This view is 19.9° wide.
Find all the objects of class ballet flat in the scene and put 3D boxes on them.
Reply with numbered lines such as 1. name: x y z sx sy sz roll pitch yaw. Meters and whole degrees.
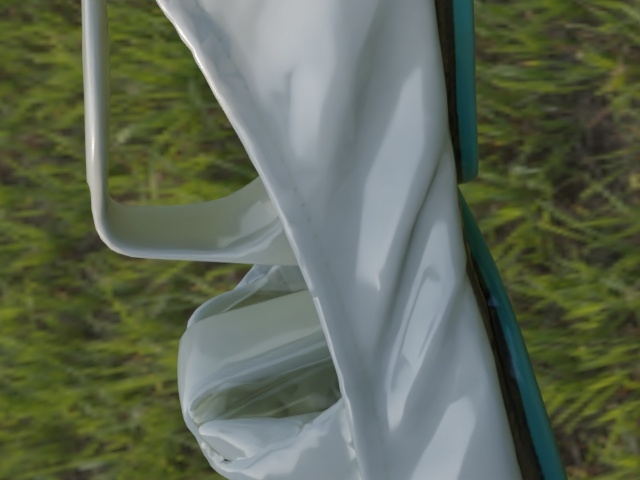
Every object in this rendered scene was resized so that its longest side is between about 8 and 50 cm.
1. ballet flat: 0.000 0.000 0.584 0.139 0.139 0.400 24 142 39
